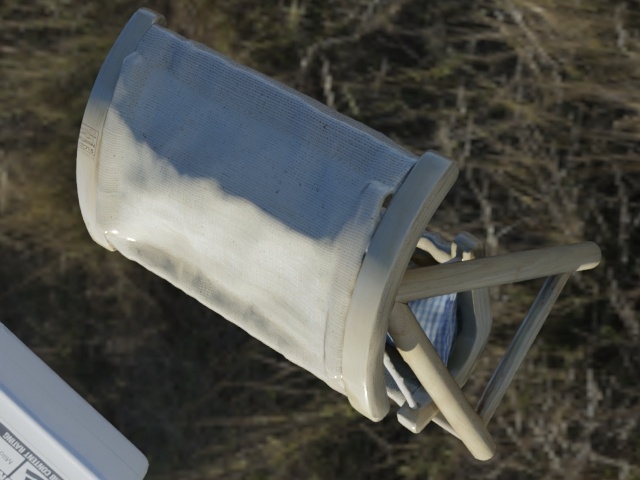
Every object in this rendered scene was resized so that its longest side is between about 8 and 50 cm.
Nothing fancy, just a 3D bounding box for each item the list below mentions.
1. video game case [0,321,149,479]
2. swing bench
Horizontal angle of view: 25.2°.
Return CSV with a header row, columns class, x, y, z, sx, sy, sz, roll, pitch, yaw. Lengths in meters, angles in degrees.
class,x,y,z,sx,sy,sz,roll,pitch,yaw
video game case,-0.204,0.061,0.561,0.206,0.227,0.026,-41,8,38
swing bench,0.000,0.000,0.924,0.253,0.254,0.165,30,94,34
